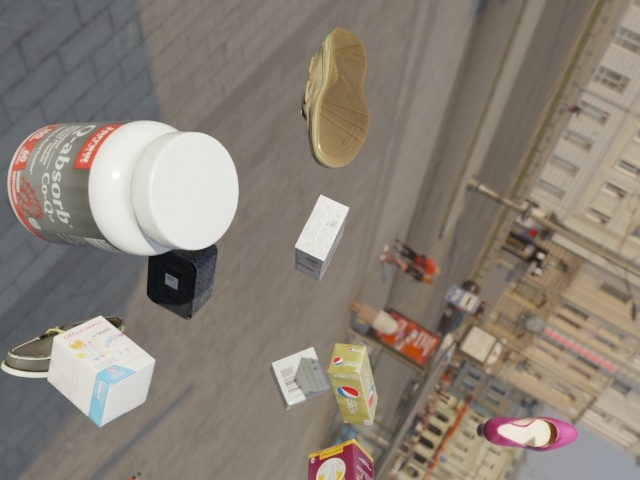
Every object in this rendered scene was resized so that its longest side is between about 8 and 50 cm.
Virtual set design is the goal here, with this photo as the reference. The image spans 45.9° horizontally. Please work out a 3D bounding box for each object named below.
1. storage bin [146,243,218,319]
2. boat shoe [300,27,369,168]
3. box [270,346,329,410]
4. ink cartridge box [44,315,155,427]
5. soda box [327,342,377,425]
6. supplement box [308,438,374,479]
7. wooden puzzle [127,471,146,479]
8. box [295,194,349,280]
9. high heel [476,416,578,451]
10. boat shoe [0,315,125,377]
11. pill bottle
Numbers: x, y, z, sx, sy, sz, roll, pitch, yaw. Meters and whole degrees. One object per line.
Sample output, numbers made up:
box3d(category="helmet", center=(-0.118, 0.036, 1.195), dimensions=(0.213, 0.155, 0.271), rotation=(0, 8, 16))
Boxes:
box3d(category="storage bin", center=(-0.303, 0.070, 1.650), dimensions=(0.084, 0.122, 0.180), rotation=(-50, 161, -45))
box3d(category="boat shoe", center=(0.023, -0.272, 1.524), dimensions=(0.110, 0.122, 0.341), rotation=(-33, -141, 45))
box3d(category="box", center=(-0.047, 0.305, 1.663), dimensions=(0.102, 0.101, 0.087), rotation=(-19, 163, -15))
box3d(category="ink cartridge box", center=(-0.338, 0.190, 1.140), dimensions=(0.092, 0.143, 0.090), rotation=(-26, 143, -52))
box3d(category="soda box", center=(0.060, 0.258, 1.349), dimensions=(0.181, 0.058, 0.061), rotation=(76, 23, -47))
box3d(category="supplement box", center=(0.039, 0.476, 1.391), dimensions=(0.104, 0.081, 0.188), rotation=(-25, -145, 19))
box3d(category="wooden puzzle", center=(-0.439, 0.581, 1.765), dimensions=(0.083, 0.049, 0.006), rotation=(-30, 160, -43))
box3d(category="box", center=(0.000, 0.000, 2.122), dimensions=(0.290, 0.087, 0.169), rotation=(95, 21, -77))
box3d(category="high heel", center=(0.483, 0.433, 1.711), dimensions=(0.117, 0.244, 0.082), rotation=(122, -24, -74))
box3d(category="boat shoe", center=(-0.411, 0.166, 1.225), dimensions=(0.228, 0.081, 0.068), rotation=(-6, 116, -61))
box3d(category="pill bottle", center=(-0.315, -0.085, 1.203), dimensions=(0.210, 0.363, 0.210), rotation=(-7, 99, -50))
